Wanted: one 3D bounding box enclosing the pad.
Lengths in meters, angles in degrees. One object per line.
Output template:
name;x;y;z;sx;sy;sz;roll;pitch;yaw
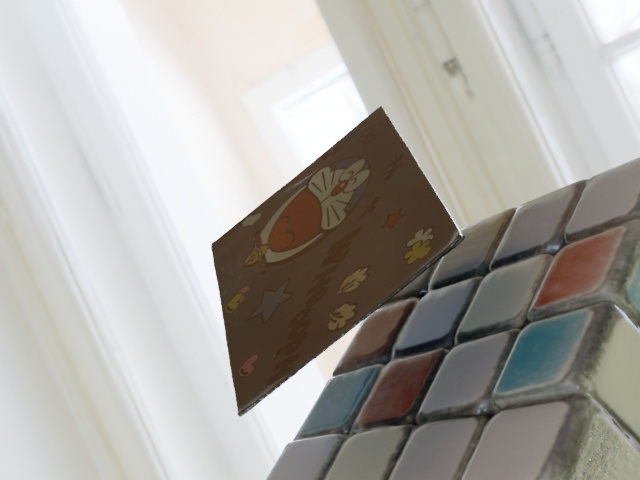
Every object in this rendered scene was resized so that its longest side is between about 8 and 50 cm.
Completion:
pad;0.000;0.000;0.795;0.170;0.006;0.245;-38;-157;9

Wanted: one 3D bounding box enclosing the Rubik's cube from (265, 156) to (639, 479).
Rubik's cube;0.158;0.141;0.751;0.259;0.256;0.253;-24;-153;49
